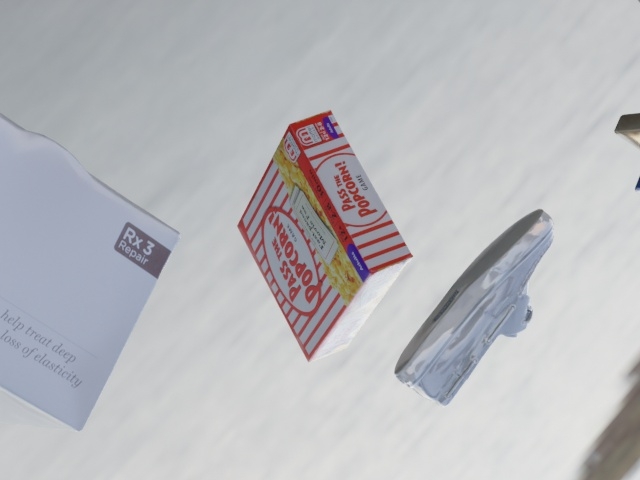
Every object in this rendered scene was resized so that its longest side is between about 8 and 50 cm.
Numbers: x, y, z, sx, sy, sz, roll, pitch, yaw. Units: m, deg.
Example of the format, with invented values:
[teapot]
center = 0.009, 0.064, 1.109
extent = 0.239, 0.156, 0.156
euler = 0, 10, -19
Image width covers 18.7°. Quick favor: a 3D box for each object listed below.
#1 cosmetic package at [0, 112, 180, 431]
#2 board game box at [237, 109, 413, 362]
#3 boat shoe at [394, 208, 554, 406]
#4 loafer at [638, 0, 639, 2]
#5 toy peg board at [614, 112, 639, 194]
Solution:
[cosmetic package]
center = -0.291, 0.010, 1.316
extent = 0.385, 0.217, 0.156
euler = -4, -124, 59
[board game box]
center = 0.000, 0.000, 1.658
extent = 0.045, 0.147, 0.193
euler = -21, 161, -25
[boat shoe]
center = 0.139, 0.058, 1.596
extent = 0.184, 0.063, 0.066
euler = -51, -170, 1
[loafer]
center = 0.250, -0.126, 0.962
extent = 0.096, 0.267, 0.084
euler = -12, 123, -26
[toy peg board]
center = 0.296, -0.019, 1.335
extent = 0.160, 0.161, 0.079
euler = -1, -118, 63
